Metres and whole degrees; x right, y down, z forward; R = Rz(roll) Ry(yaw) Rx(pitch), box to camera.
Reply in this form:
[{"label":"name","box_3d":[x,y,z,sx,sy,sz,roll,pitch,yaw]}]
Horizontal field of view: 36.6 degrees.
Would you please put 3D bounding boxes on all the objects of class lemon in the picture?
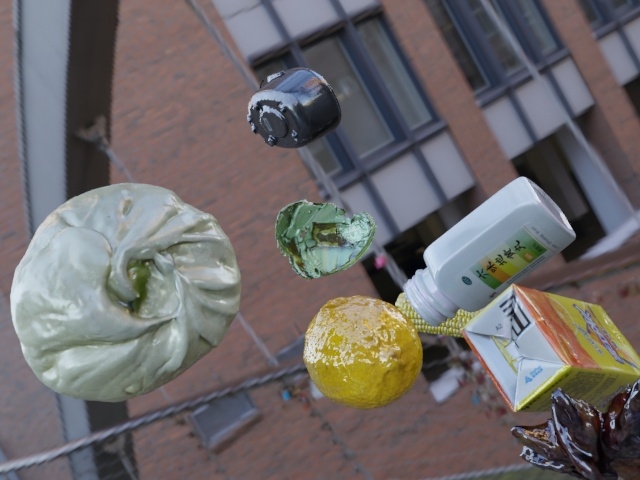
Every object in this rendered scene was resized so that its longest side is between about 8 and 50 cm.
[{"label":"lemon","box_3d":[0.047,0.138,1.210,0.142,0.142,0.187,-30,22,-20]}]

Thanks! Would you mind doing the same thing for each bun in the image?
[{"label":"bun","box_3d":[-0.215,0.047,1.079,0.259,0.259,0.160,-30,-8,-21]}]

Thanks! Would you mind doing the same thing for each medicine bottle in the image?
[{"label":"medicine bottle","box_3d":[0.315,0.032,1.861,0.324,0.179,0.124,-38,43,21]}]

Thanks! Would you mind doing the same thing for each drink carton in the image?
[{"label":"drink carton","box_3d":[0.364,0.172,1.455,0.111,0.155,0.351,-43,-30,22]}]

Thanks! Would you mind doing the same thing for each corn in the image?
[{"label":"corn","box_3d":[0.282,0.164,2.106,0.244,0.093,0.093,7,15,15]}]

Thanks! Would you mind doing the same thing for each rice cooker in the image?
[{"label":"rice cooker","box_3d":[-0.050,-0.240,1.773,0.118,0.142,0.203,-37,20,-26]}]

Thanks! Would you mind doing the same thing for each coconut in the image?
[{"label":"coconut","box_3d":[-0.002,-0.003,1.525,0.055,0.158,0.133,-152,84,-76]}]

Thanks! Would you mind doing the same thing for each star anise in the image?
[{"label":"star anise","box_3d":[0.381,0.278,1.266,0.272,0.272,0.103,-27,39,35]}]
